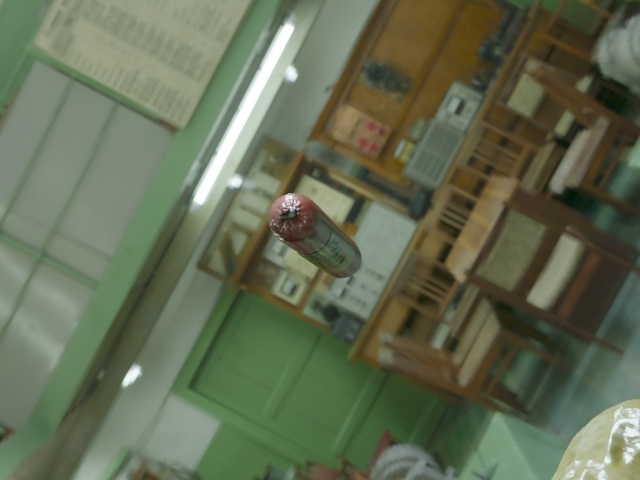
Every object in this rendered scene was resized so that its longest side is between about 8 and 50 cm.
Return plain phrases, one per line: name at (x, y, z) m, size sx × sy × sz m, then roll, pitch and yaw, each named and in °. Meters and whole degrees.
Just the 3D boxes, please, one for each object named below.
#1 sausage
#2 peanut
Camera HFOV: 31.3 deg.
sausage at (0.000, 0.000, 0.701) m, size 0.029 × 0.029 × 0.223 m, roll -62°, pitch -12°, yaw -2°
peanut at (0.346, 0.321, 1.387) m, size 0.340 × 0.158 × 0.174 m, roll -53°, pitch -22°, yaw -43°
